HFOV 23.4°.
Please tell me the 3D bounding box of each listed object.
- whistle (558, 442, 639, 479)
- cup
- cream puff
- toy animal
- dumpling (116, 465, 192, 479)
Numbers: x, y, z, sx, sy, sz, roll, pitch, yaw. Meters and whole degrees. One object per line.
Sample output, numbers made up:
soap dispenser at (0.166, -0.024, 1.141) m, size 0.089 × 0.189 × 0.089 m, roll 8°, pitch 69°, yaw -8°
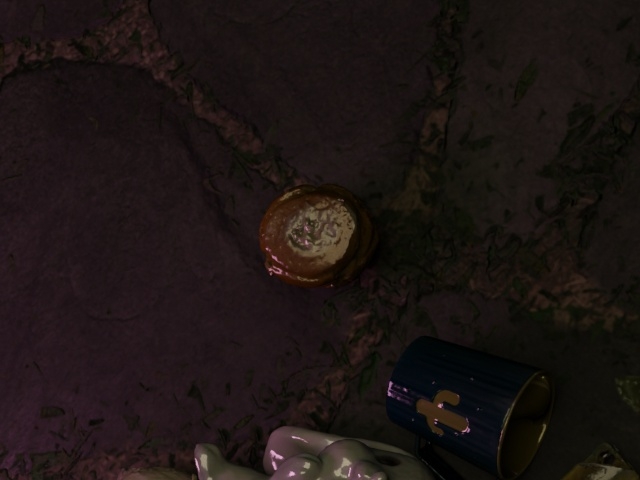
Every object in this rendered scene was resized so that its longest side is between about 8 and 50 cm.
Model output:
whistle at (0.215, 0.348, 1.707) m, size 0.326 × 0.057 × 0.068 m, roll -44°, pitch 41°, yaw 3°
cup at (0.162, 0.201, 1.742) m, size 0.155 × 0.131 × 0.176 m, roll 22°, pitch 110°, yaw 29°
cream puff at (0.001, -0.002, 1.856) m, size 0.144 × 0.103 × 0.126 m, roll -6°, pitch 79°, yaw 19°
toy animal at (-0.010, 0.334, 1.738) m, size 0.289 × 0.174 × 0.249 m, roll 7°, pitch 67°, yaw 23°
dumpling at (-0.191, 0.353, 1.817) m, size 0.216 × 0.126 × 0.166 m, roll 8°, pitch 111°, yaw 38°
